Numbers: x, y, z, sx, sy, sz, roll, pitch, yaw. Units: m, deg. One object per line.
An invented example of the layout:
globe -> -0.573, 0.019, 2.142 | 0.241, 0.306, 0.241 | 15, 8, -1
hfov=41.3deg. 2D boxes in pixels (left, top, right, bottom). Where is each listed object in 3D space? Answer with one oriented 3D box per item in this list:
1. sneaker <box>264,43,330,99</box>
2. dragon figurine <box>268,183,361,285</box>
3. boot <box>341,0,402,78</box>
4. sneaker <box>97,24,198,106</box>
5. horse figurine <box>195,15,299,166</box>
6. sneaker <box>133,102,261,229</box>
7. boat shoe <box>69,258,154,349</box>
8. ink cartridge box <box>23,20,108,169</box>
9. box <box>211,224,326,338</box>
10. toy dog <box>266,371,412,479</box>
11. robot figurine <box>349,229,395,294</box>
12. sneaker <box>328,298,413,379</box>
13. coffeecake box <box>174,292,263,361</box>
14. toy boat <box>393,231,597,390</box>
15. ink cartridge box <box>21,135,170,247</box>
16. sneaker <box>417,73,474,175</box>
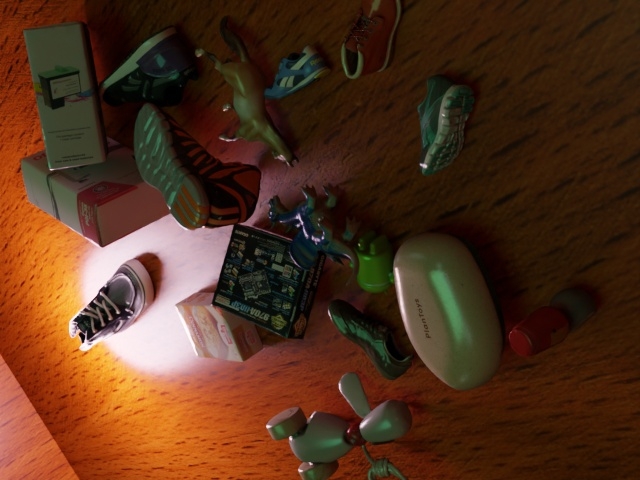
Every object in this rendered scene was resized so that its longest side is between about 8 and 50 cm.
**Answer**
sneaker -> -0.045, -0.276, 1.409 | 0.144, 0.053, 0.059 | -20, 101, 43
dragon figurine -> 0.000, 0.000, 1.485 | 0.289, 0.085, 0.144 | 58, 141, 34
boot -> 0.070, -0.310, 1.231 | 0.059, 0.085, 0.157 | 30, 134, 33
sneaker -> -0.341, -0.302, 1.676 | 0.124, 0.107, 0.283 | 55, 143, -8
horse figurine -> -0.138, -0.258, 1.512 | 0.174, 0.066, 0.263 | 23, 134, 44
sneaker -> -0.231, -0.137, 1.627 | 0.124, 0.180, 0.321 | -56, 53, 35
boat shoe -> -0.547, 0.179, 2.199 | 0.127, 0.158, 0.340 | 49, 142, 10
ink cartridge box -> -0.516, -0.299, 1.743 | 0.201, 0.117, 0.278 | -137, 39, -74
box -> -0.104, 0.076, 1.655 | 0.220, 0.051, 0.175 | 17, 93, 39
toy dog -> 0.060, 0.378, 1.723 | 0.334, 0.161, 0.220 | -2, 113, 32
robot figurine -> 0.094, 0.041, 1.471 | 0.101, 0.067, 0.115 | 18, 129, 35
sneaker -> 0.098, 0.170, 1.578 | 0.188, 0.066, 0.071 | 47, 125, 5
coffeecake box -> -0.232, 0.195, 1.940 | 0.185, 0.068, 0.142 | -3, 112, 48
toy boat -> 0.258, 0.111, 1.301 | 0.318, 0.148, 0.267 | 6, 116, 54
ink cartridge box -> -0.496, -0.122, 1.884 | 0.283, 0.207, 0.117 | 28, 133, 32
sneaker -> 0.173, -0.172, 1.250 | 0.076, 0.065, 0.166 | 51, 142, 35
